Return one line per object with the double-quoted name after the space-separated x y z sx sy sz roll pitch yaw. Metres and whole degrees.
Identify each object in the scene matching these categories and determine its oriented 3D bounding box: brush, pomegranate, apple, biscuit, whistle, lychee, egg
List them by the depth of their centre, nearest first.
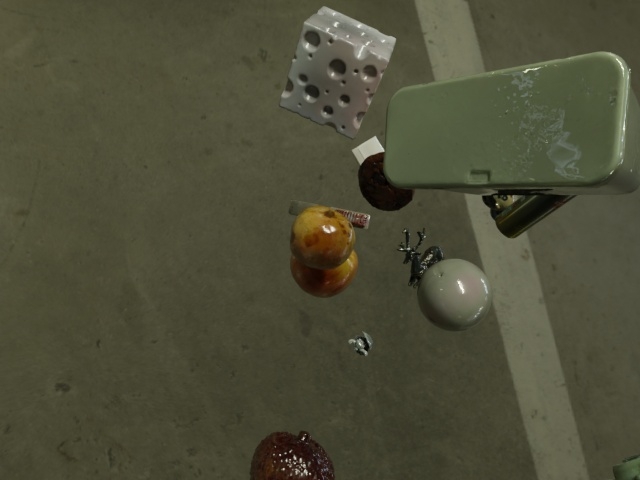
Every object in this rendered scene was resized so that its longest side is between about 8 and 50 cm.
0.193 0.078 0.653 0.135 0.103 0.103 -1 72 -66 "egg"
0.664 0.484 0.917 0.110 0.244 0.092 0 53 -35 "whistle"
-0.083 0.682 1.311 0.260 0.260 0.261 8 72 -25 "lychee"
0.192 -0.171 1.337 0.049 0.192 0.192 -40 95 -39 "biscuit"
0.000 0.000 1.471 0.215 0.215 0.216 8 72 -25 "pomegranate"
0.030 -0.103 1.750 0.320 0.050 0.060 12 88 12 "brush"
0.019 0.092 1.806 0.286 0.233 0.286 38 31 -27 "apple"

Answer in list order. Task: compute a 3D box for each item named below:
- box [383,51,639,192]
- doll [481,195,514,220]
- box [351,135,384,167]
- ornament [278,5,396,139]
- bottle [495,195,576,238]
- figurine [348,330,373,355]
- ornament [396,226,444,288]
0.351 -0.168 0.791 0.343 0.351 0.178 -2 95 -48 "box"
0.557 -0.108 1.396 0.179 0.088 0.102 43 54 -35 "doll"
0.231 -0.276 1.811 0.116 0.274 0.203 -30 84 8 "box"
0.052 -0.479 1.286 0.239 0.240 0.239 24 38 -2 "ornament"
0.577 -0.110 1.158 0.082 0.286 0.082 13 54 -19 "bottle"
0.163 0.413 1.787 0.082 0.086 0.095 33 29 -60 "figurine"
0.362 0.029 1.615 0.202 0.080 0.236 -44 129 -24 "ornament"
